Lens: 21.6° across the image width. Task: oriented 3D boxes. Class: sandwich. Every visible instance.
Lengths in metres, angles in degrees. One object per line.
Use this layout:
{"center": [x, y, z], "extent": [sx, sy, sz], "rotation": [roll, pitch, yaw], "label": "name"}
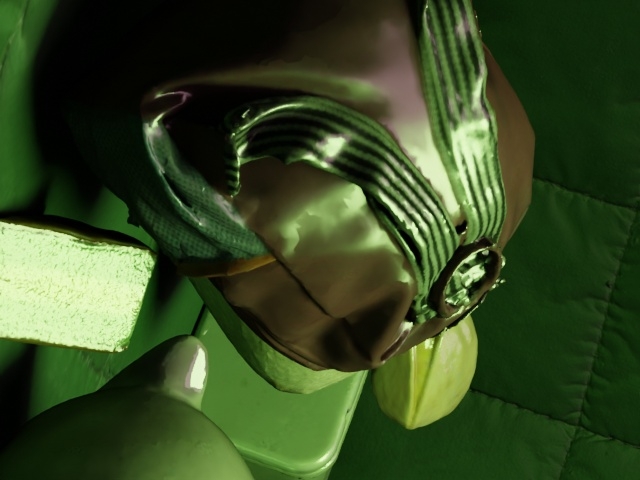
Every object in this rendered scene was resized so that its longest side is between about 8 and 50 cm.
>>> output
{"center": [-0.151, 0.027, 0.977], "extent": [0.116, 0.074, 0.074], "rotation": [-9, 117, -82], "label": "sandwich"}

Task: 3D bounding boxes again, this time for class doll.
{"center": [-0.154, 0.248, 1.017], "extent": [0.370, 0.226, 0.215], "rotation": [-79, 151, -54], "label": "doll"}

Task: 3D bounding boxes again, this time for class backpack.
{"center": [0.017, -0.056, 1.069], "extent": [0.283, 0.197, 0.317], "rotation": [-48, 126, -20], "label": "backpack"}

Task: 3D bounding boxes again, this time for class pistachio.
{"center": [0.123, 0.141, 1.933], "extent": [0.200, 0.117, 0.145], "rotation": [107, -11, -56], "label": "pistachio"}

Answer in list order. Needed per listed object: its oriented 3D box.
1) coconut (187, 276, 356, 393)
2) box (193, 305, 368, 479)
{"center": [0.000, 0.000, 1.440], "extent": [0.237, 0.237, 0.266], "rotation": [74, 33, -79], "label": "coconut"}
{"center": [-0.028, 0.125, 1.846], "extent": [0.344, 0.177, 0.352], "rotation": [97, 12, -64], "label": "box"}
